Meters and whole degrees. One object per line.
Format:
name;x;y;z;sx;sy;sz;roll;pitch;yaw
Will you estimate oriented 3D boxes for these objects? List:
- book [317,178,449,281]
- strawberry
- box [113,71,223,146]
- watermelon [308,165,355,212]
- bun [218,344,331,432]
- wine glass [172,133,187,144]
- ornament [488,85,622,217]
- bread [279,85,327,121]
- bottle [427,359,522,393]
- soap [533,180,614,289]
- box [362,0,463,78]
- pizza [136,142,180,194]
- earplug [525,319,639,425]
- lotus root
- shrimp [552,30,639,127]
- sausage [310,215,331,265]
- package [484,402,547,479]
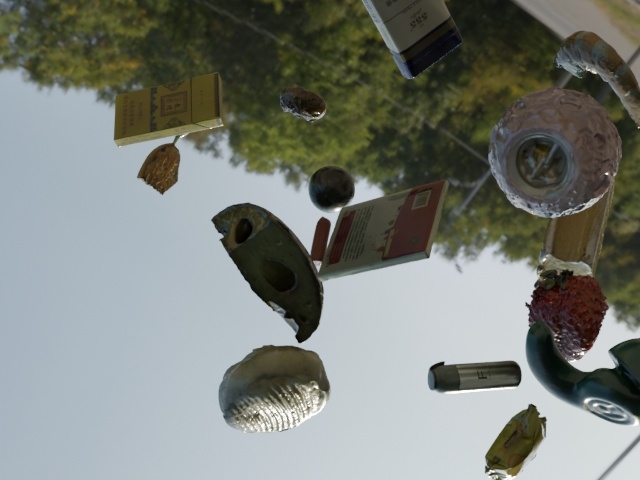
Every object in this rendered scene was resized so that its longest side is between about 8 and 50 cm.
book;0.105;-0.016;1.516;0.022;0.232;0.162;45;-132;-31
strawberry;0.535;0.175;1.896;0.236;0.175;0.107;60;-171;-29
box;-0.384;-0.329;2.258;0.041;0.279;0.153;68;-167;-55
watermelon;0.027;-0.119;1.982;0.105;0.105;0.133;33;-151;-7
bun;-0.094;0.293;1.838;0.239;0.239;0.141;19;-139;-41
wine glass;-0.367;-0.301;2.400;0.066;0.198;0.066;30;173;4
ornament;0.464;-0.178;1.776;0.259;0.259;0.225;39;-147;12
bread;-0.044;-0.315;2.065;0.113;0.060;0.082;21;174;11
bottle;0.417;0.366;2.436;0.253;0.079;0.096;-3;-132;-13
soap;0.669;-0.008;2.367;0.156;0.293;0.335;14;-123;17
box;0.215;-0.536;2.130;0.259;0.168;0.071;57;173;-30
pizza;-0.366;-0.161;2.031;0.035;0.099;0.160;6;-144;24
earplug;0.511;0.206;1.486;0.257;0.280;0.164;59;-171;26
lotus root;-0.089;0.054;1.917;0.314;0.142;0.210;55;-178;-31
shrimp;0.607;-0.359;1.905;0.287;0.068;0.185;47;178;29
sausage;0.000;0.000;2.352;0.041;0.131;0.039;7;163;13
package;0.488;0.515;2.232;0.090;0.226;0.168;35;172;34
